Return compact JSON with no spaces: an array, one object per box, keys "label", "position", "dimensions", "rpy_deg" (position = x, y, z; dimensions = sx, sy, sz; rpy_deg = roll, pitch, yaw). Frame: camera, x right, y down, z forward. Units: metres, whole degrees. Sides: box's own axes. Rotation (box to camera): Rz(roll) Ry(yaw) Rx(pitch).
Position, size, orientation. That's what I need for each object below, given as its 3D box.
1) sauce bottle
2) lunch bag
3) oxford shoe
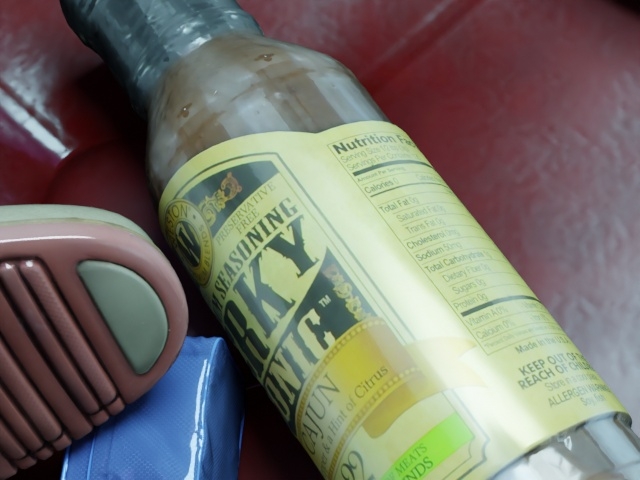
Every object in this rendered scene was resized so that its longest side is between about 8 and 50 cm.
[{"label":"sauce bottle","position":[0.000,0.000,0.614],"dimensions":[0.111,0.111,0.344],"rpy_deg":[-32,63,-11]},{"label":"lunch bag","position":[-0.070,0.081,0.599],"dimensions":[0.065,0.067,0.098],"rpy_deg":[-1,61,10]},{"label":"oxford shoe","position":[-0.218,0.033,0.587],"dimensions":[0.348,0.123,0.130],"rpy_deg":[-12,36,9]}]
